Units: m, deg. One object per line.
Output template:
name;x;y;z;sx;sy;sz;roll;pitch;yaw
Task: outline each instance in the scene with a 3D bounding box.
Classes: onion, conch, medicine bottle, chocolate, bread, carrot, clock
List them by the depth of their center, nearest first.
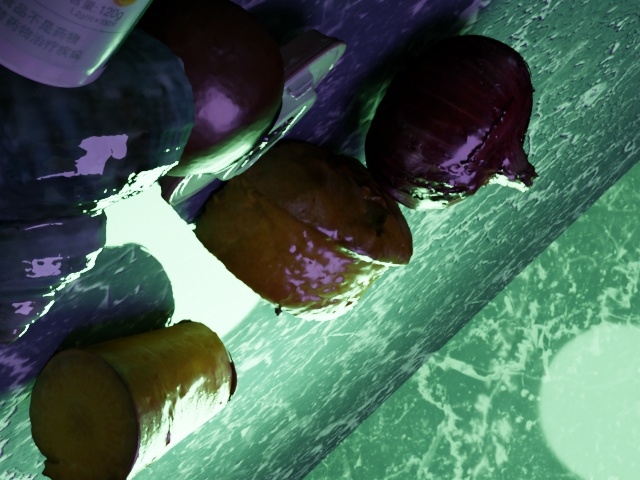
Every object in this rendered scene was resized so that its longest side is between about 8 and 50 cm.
medicine bottle;-0.136;-0.243;0.906;0.274;0.133;0.133;-50;160;26
conch;-0.231;-0.050;1.083;0.195;0.220;0.277;-149;-106;-70
chocolate;-0.121;-0.144;1.174;0.177;0.177;0.177;-36;162;-13
clock;-0.068;-0.121;1.368;0.244;0.056;0.244;-42;-179;1
onion;0.175;-0.131;1.679;0.252;0.219;0.252;-45;168;-12
bread;0.000;0.000;1.700;0.194;0.179;0.340;-44;162;15
carrot;-0.224;0.209;1.740;0.254;0.196;0.196;-14;149;-55
